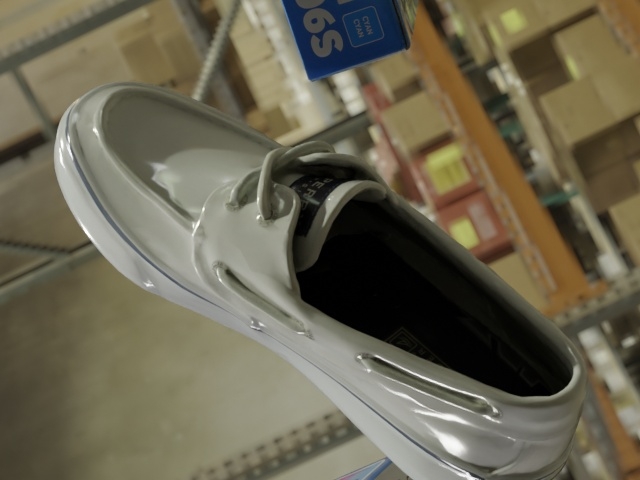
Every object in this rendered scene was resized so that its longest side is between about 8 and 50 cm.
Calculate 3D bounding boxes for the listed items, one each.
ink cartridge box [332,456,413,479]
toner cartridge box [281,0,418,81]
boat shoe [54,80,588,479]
[{"bbox_3d":[-0.015,0.325,0.928,0.270,0.151,0.395,59,-151,0],"label":"ink cartridge box"},{"bbox_3d":[0.015,-0.241,1.203,0.348,0.075,0.165,-75,-34,-70],"label":"toner cartridge box"},{"bbox_3d":[0.000,0.000,0.654,0.258,0.095,0.084,33,144,14],"label":"boat shoe"}]
